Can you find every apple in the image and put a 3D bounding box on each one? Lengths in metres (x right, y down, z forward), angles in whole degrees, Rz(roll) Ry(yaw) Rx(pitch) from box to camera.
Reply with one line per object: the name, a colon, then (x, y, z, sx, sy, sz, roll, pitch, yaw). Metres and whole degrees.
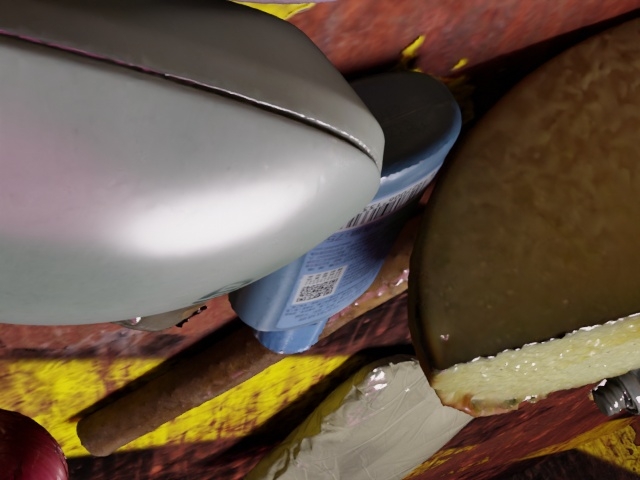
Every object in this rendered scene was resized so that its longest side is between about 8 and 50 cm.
apple: (0.195, -0.003, 0.665, 0.346, 0.254, 0.179, -18, -157, -11)

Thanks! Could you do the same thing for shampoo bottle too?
shampoo bottle: (0.000, 0.000, 0.660, 0.103, 0.061, 0.258, -23, 160, -22)

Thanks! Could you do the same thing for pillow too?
pillow: (0.068, 0.196, 1.215, 0.280, 0.076, 0.274, -1, 141, -46)

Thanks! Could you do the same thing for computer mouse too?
computer mouse: (-0.107, -0.020, 0.382, 0.288, 0.097, 0.159, 0, 163, -40)

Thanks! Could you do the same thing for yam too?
yam: (-0.047, 0.077, 0.826, 0.326, 0.045, 0.045, -31, 115, 18)

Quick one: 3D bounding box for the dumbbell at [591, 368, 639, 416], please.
dumbbell: (0.450, 0.060, 1.122, 0.406, 0.179, 0.179, -30, 160, -4)

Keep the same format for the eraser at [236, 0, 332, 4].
eraser: (-0.022, -0.143, 0.279, 0.243, 0.059, 0.204, -9, 156, -45)

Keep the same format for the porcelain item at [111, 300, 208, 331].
porcelain item: (-0.138, -0.002, 0.504, 0.081, 0.069, 0.215, -33, 154, 33)

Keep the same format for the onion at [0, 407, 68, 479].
onion: (-0.231, 0.132, 0.673, 0.150, 0.150, 0.140, -16, 125, -23)

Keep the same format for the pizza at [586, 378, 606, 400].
pizza: (0.388, 0.130, 1.255, 0.198, 0.188, 0.062, -24, -174, 6)
